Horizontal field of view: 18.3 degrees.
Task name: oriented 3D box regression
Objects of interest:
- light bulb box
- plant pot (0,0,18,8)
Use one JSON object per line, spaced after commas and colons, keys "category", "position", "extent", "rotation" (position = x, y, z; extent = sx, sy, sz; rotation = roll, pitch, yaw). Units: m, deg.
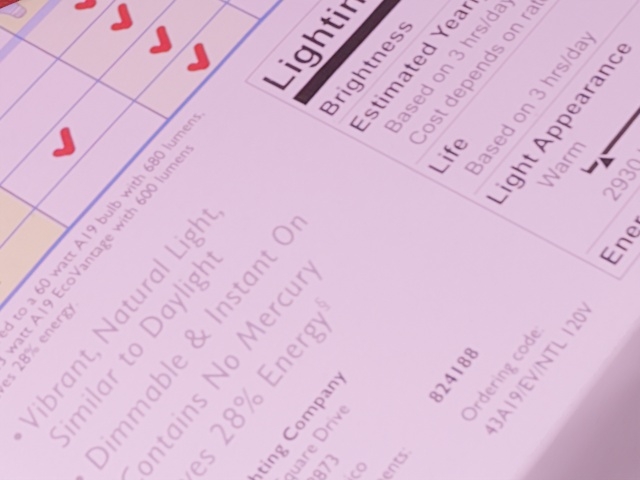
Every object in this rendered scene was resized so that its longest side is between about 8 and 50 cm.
{"category": "light bulb box", "position": [0.000, 0.000, 0.801], "extent": [0.358, 0.361, 0.225], "rotation": [-49, 147, -19]}
{"category": "plant pot", "position": [-0.182, -0.202, 0.661], "extent": [0.236, 0.267, 0.267], "rotation": [-7, 163, -24]}
